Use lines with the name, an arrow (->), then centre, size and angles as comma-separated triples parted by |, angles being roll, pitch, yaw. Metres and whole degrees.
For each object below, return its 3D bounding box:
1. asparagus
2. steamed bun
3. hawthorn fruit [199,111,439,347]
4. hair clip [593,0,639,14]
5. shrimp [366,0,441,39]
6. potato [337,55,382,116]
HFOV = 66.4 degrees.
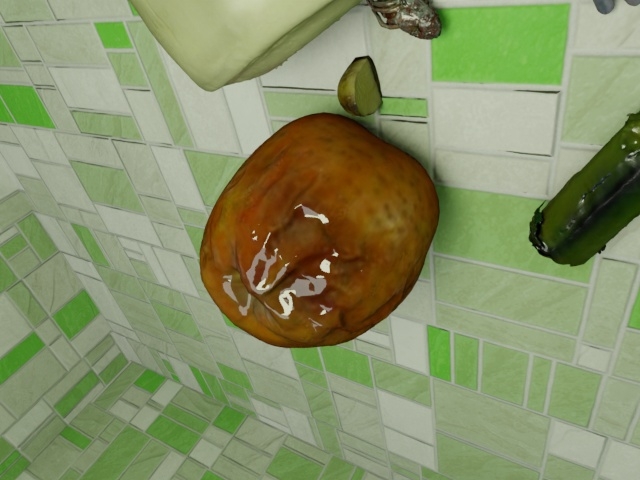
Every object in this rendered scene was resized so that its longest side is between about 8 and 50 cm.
asparagus -> 0.469, -0.105, 0.734 | 0.128, 0.108, 0.382 | 35, 139, 8
steamed bun -> -0.151, -0.419, 0.700 | 0.371, 0.290, 0.456 | 49, 161, -19
hawthorn fruit -> 0.000, 0.000, 0.948 | 0.471, 0.472, 0.472 | 21, 138, 21
hair clip -> 0.297, -0.398, 0.601 | 0.278, 0.090, 0.137 | 57, 172, -17
shrimp -> 0.115, -0.386, 0.770 | 0.190, 0.075, 0.073 | 50, 173, 3
potato -> 0.060, -0.271, 0.895 | 0.066, 0.103, 0.096 | -1, 125, 35
